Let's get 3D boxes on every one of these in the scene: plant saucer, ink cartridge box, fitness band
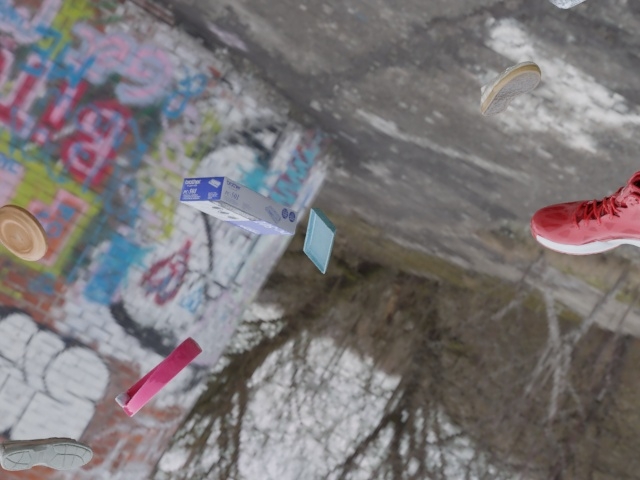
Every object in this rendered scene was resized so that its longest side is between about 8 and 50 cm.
[{"bbox_3d":[0.000,0.000,1.932,0.067,0.018,0.192,49,159,16],"label":"plant saucer"},{"bbox_3d":[-0.140,-0.059,1.743,0.097,0.046,0.207,1,165,36],"label":"ink cartridge box"},{"bbox_3d":[-0.347,0.290,2.133,0.054,0.209,0.291,48,167,-1],"label":"fitness band"},{"bbox_3d":[-0.395,-0.008,1.302,0.083,0.083,0.013,31,-138,9],"label":"plant saucer"}]

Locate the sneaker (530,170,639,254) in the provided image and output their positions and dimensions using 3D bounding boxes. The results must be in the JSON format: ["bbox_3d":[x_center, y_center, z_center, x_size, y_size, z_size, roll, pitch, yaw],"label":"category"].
[{"bbox_3d":[0.372,-0.048,1.271,0.221,0.087,0.128,-1,144,24],"label":"sneaker"}]

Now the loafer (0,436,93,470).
[{"bbox_3d":[-0.366,0.278,1.320,0.125,0.045,0.039,5,-157,-36],"label":"loafer"}]

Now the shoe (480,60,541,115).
[{"bbox_3d":[0.358,-0.303,1.913,0.076,0.058,0.219,-3,168,-14],"label":"shoe"}]

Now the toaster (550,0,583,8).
[{"bbox_3d":[0.493,-0.553,1.917,0.146,0.227,0.129,59,-178,-36],"label":"toaster"}]
